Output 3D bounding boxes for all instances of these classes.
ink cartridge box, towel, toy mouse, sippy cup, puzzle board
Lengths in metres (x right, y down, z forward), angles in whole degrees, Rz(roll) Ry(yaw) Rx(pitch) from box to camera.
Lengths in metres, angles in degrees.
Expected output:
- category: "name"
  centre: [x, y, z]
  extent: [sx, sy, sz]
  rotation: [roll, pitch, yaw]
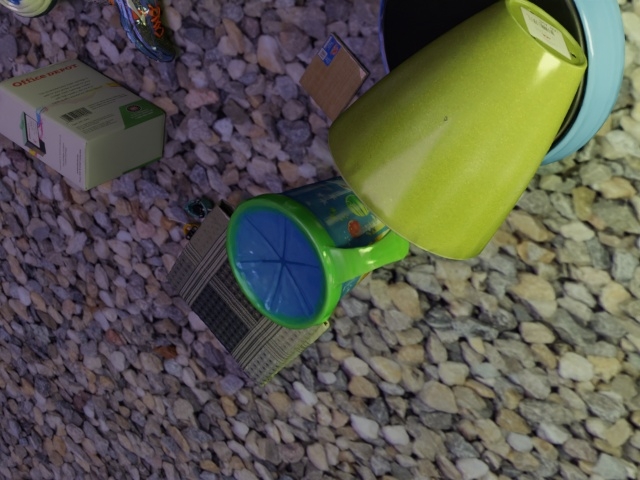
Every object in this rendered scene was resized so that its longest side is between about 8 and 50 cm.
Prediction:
- category: "ink cartridge box"
  centre: [-0.477, -0.236, 2.346]
  extent: [0.278, 0.201, 0.117]
  rotation: [32, 131, 29]
- category: "towel"
  centre: [-0.142, 0.105, 2.304]
  extent: [0.312, 0.056, 0.324]
  rotation: [49, 141, 6]
- category: "toy mouse"
  centre: [-0.219, -0.034, 2.332]
  extent: [0.161, 0.031, 0.143]
  rotation: [48, 137, 14]
- category: "sippy cup"
  centre: [0.000, 0.000, 1.988]
  extent: [0.305, 0.224, 0.240]
  rotation: [38, 135, 24]
- category: "puzzle board"
  centre: [0.022, -0.272, 1.977]
  extent: [0.096, 0.011, 0.128]
  rotation: [51, 137, 12]

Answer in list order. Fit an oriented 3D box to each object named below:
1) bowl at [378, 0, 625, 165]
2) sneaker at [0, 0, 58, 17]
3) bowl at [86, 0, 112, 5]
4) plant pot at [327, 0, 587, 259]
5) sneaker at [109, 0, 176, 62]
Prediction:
- category: "bowl"
  centre: [0.244, -0.283, 1.700]
  extent: [0.391, 0.077, 0.391]
  rotation: [23, 126, 35]
- category: "sneaker"
  centre: [-0.610, -0.575, 2.259]
  extent: [0.322, 0.130, 0.236]
  rotation: [61, -177, -11]
- category: "bowl"
  centre: [-0.450, -0.522, 2.253]
  extent: [0.170, 0.080, 0.170]
  rotation: [22, 125, 35]
- category: "plant pot"
  centre: [0.204, -0.172, 1.577]
  extent: [0.275, 0.275, 0.293]
  rotation: [48, 121, 14]
- category: "sneaker"
  centre: [-0.329, -0.428, 2.186]
  extent: [0.087, 0.083, 0.221]
  rotation: [-26, 106, 18]
